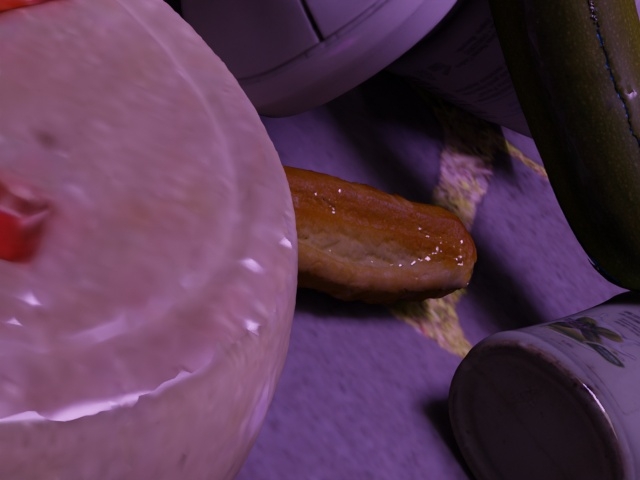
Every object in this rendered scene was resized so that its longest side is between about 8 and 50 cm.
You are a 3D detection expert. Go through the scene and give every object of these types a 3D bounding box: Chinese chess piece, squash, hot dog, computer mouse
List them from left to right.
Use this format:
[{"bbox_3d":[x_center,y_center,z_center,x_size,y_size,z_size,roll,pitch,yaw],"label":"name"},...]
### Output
[{"bbox_3d":[-0.173,-0.010,0.537,0.338,0.140,0.338,23,33,-16],"label":"Chinese chess piece"},{"bbox_3d":[-0.002,-0.201,0.976,0.121,0.184,0.297,51,28,-27],"label":"computer mouse"},{"bbox_3d":[0.000,0.000,0.880,0.216,0.047,0.066,9,61,-46],"label":"hot dog"},{"bbox_3d":[0.143,-0.122,0.955,0.087,0.087,0.331,-32,106,-59],"label":"squash"}]

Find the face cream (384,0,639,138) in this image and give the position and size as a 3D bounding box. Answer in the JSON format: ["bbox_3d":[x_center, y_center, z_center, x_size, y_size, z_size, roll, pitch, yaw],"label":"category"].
[{"bbox_3d":[0.121,-0.170,1.095,0.153,0.177,0.177,22,39,-33],"label":"face cream"}]

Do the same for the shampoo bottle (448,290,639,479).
[{"bbox_3d":[0.172,0.088,0.949,0.118,0.087,0.234,50,30,18],"label":"shampoo bottle"}]
